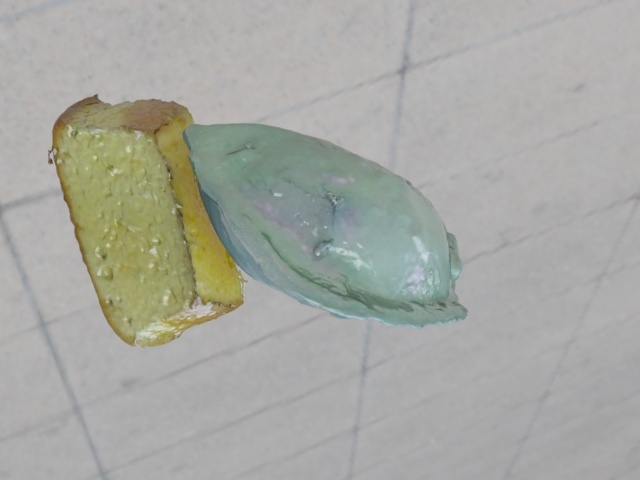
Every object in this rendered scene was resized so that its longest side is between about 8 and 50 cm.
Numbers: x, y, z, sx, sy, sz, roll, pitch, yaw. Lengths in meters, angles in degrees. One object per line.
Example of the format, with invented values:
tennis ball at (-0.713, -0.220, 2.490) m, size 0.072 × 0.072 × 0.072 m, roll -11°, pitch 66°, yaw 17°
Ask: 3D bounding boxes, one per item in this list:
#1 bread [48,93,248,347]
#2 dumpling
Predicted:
bread at (-0.123, -0.018, 0.870) m, size 0.103 × 0.187 × 0.065 m, roll -12°, pitch -177°, yaw 30°
dumpling at (0.005, -0.010, 0.786) m, size 0.104 × 0.217 × 0.149 m, roll -62°, pitch -173°, yaw -4°
